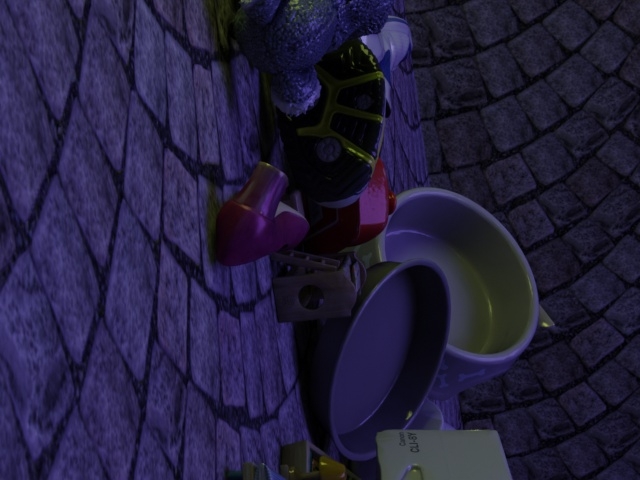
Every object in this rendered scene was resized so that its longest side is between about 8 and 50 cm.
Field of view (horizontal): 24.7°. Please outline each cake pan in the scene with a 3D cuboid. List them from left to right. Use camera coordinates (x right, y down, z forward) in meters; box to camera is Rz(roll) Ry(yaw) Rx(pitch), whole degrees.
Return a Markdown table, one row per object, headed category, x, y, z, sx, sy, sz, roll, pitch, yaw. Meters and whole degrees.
| category | x | y | z | sx | sy | sz | roll | pitch | yaw |
| --- | --- | --- | --- | --- | --- | --- | --- | --- | --- |
| cake pan | 0.080 | 0.157 | 2.002 | 0.293 | 0.054 | 0.293 | -33 | 133 | -45 |

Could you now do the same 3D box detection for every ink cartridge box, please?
| category | x | y | z | sx | sy | sz | roll | pitch | yaw |
| --- | --- | --- | --- | --- | --- | --- | --- | --- | --- |
| ink cartridge box | 0.150 | 0.456 | 1.747 | 0.279 | 0.160 | 0.384 | -97 | -174 | -68 |

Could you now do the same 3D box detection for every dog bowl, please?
| category | x | y | z | sx | sy | sz | roll | pitch | yaw |
| --- | --- | --- | --- | --- | --- | --- | --- | --- | --- |
| dog bowl | 0.189 | 0.071 | 2.255 | 0.102 | 0.349 | 0.348 | -42 | -142 | 45 |

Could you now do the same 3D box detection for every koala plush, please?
| category | x | y | z | sx | sy | sz | roll | pitch | yaw |
| --- | --- | --- | --- | --- | --- | --- | --- | --- | --- |
| koala plush | -0.027 | -0.266 | 1.695 | 0.221 | 0.203 | 0.196 | -61 | 145 | -53 |

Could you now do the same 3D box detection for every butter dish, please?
| category | x | y | z | sx | sy | sz | roll | pitch | yaw |
| --- | --- | --- | --- | --- | --- | --- | --- | --- | --- |
| butter dish | 0.048 | -0.054 | 1.980 | 0.160 | 0.118 | 0.160 | -29 | -119 | 57 |

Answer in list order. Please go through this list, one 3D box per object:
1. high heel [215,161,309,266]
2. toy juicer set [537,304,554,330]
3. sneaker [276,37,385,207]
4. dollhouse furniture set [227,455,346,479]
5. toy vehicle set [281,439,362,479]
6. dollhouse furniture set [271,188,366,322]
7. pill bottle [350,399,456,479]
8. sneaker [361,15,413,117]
| category | x | y | z | sx | sy | sz | roll | pitch | yaw |
| --- | --- | --- | --- | --- | --- | --- | --- | --- | --- |
| high heel | -0.071 | 0.001 | 1.617 | 0.117 | 0.082 | 0.244 | -61 | 176 | -12 |
| toy juicer set | 0.228 | 0.126 | 2.476 | 0.089 | 0.329 | 0.209 | 61 | 18 | -44 |
| sneaker | 0.016 | -0.204 | 1.898 | 0.147 | 0.145 | 0.384 | 68 | 14 | -60 |
| dollhouse furniture set | 0.013 | 0.338 | 1.458 | 0.286 | 0.198 | 0.303 | 61 | 24 | -66 |
| toy vehicle set | 0.009 | 0.390 | 1.729 | 0.166 | 0.035 | 0.266 | 42 | 39 | -48 |
| dollhouse furniture set | 0.000 | 0.000 | 1.862 | 0.182 | 0.101 | 0.160 | -58 | 141 | -74 |
| pill bottle | 0.148 | 0.396 | 2.233 | 0.181 | 0.182 | 0.323 | -82 | 163 | -53 |
| sneaker | 0.062 | -0.277 | 2.375 | 0.315 | 0.127 | 0.182 | -4 | 92 | -73 |
